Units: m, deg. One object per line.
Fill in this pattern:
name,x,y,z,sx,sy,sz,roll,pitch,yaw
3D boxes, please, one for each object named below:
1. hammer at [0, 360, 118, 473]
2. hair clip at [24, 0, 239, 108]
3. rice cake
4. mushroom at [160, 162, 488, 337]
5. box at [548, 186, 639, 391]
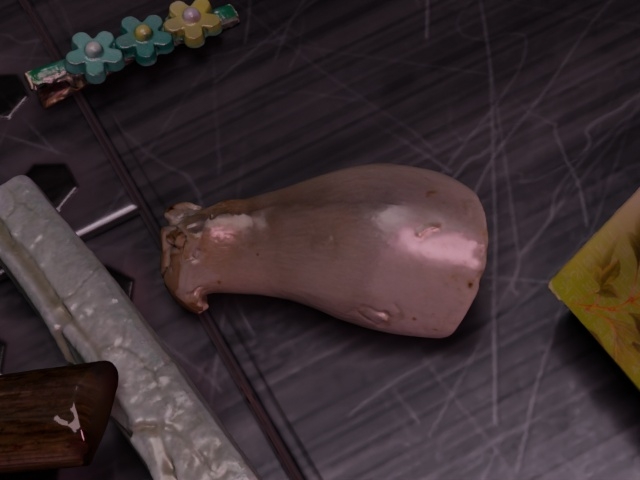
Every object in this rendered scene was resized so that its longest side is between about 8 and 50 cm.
hammer,-0.326,0.137,1.032,0.408,0.095,0.242,-6,56,7
hair clip,-0.140,-0.146,1.230,0.173,0.049,0.049,-25,58,-12
rice cake,-0.130,0.084,1.071,0.063,0.066,0.336,-39,60,-7
mushroom,0.000,0.000,1.092,0.225,0.093,0.116,7,80,6
box,0.290,0.002,0.997,0.260,0.062,0.175,-47,59,16
